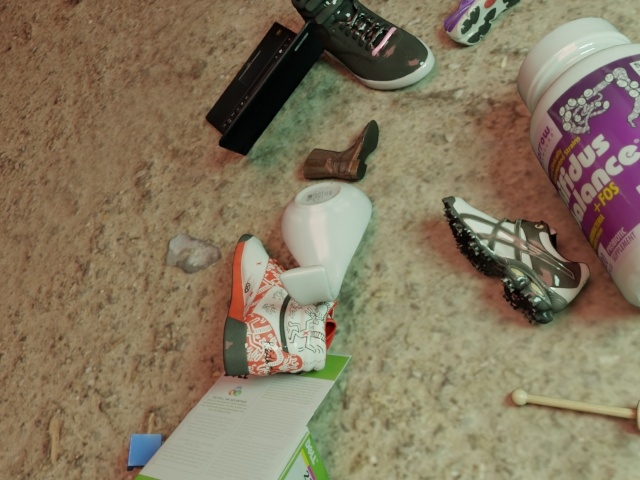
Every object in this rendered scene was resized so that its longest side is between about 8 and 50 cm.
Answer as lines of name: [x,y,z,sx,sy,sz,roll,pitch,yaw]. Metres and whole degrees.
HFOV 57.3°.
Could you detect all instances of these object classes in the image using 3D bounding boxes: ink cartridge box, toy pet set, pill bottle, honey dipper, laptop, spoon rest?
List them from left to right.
toy pet set: [-0.238,0.330,0.809,0.122,0.065,0.114,-18,56,23]
laptop: [-0.119,-0.282,1.011,0.234,0.136,0.264,-51,49,7]
ink cartridge box: [-0.076,0.254,0.740,0.188,0.097,0.255,-2,30,33]
spoon rest: [0.000,0.000,0.790,0.137,0.084,0.276,-10,28,13]
honey dipper: [0.273,0.171,0.592,0.160,0.030,0.030,-2,64,35]
pill bottle: [0.325,-0.094,0.611,0.169,0.169,0.302,-29,52,17]

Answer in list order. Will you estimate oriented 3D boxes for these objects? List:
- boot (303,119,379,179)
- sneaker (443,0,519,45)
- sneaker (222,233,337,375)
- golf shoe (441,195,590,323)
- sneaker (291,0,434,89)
boot: [0.029,-0.143,0.922,0.114,0.037,0.106,7,67,40]
sneaker: [0.252,-0.377,0.886,0.170,0.068,0.071,-44,44,6]
sneaker: [-0.053,0.084,0.822,0.145,0.090,0.270,0,32,-3]
golf shoe: [0.226,0.005,0.693,0.094,0.077,0.198,-36,57,-3]
sneaker: [0.052,-0.347,0.944,0.104,0.147,0.296,-48,50,0]
